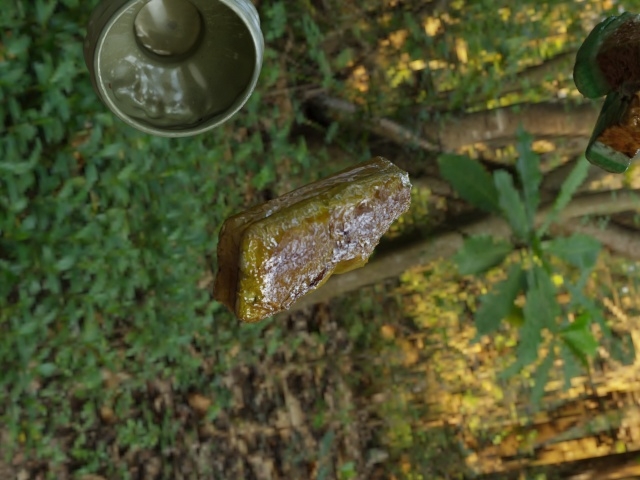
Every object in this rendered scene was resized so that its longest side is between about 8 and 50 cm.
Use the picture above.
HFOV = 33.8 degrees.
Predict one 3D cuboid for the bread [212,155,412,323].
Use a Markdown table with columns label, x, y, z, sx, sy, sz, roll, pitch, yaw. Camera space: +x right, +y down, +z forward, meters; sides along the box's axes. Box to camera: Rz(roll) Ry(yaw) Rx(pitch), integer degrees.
| label | x | y | z | sx | sy | sz | roll | pitch | yaw |
| --- | --- | --- | --- | --- | --- | --- | --- | --- | --- |
| bread | 0.000 | 0.000 | 1.652 | 0.380 | 0.109 | 0.185 | -26 | 131 | -40 |

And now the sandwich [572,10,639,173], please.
| label | x | y | z | sx | sy | sz | roll | pitch | yaw |
| --- | --- | --- | --- | --- | --- | --- | --- | --- | --- |
| sandwich | 0.444 | -0.234 | 1.512 | 0.301 | 0.162 | 0.250 | -54 | 164 | -89 |

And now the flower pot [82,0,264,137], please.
| label | x | y | z | sx | sy | sz | roll | pitch | yaw |
| --- | --- | --- | --- | --- | --- | --- | --- | --- | --- |
| flower pot | -0.256 | -0.347 | 1.813 | 0.244 | 0.307 | 0.307 | -111 | -176 | -54 |
